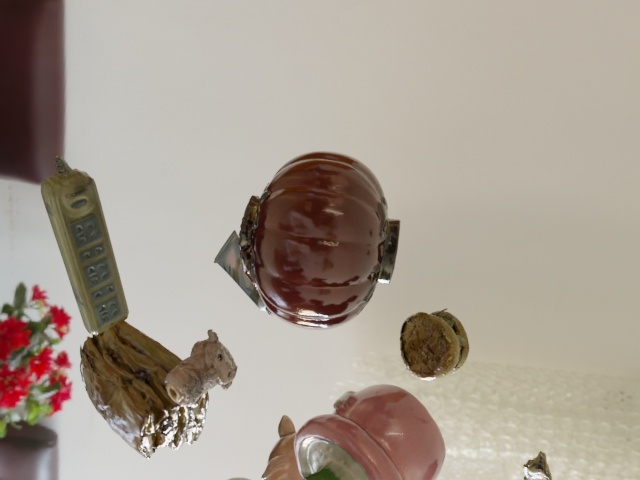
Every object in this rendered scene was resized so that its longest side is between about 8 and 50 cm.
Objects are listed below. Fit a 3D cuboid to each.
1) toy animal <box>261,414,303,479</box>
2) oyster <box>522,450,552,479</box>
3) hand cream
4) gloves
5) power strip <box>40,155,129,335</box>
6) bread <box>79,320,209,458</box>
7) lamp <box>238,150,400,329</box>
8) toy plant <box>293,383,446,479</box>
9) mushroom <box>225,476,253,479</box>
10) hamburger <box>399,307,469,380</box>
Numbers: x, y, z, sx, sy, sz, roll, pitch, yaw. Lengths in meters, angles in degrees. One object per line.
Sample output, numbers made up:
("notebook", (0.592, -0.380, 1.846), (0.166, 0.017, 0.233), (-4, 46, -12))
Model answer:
("toy animal", (-0.043, 0.502, 1.170), (0.165, 0.150, 0.247), (-102, -170, -72))
("oyster", (0.530, 0.585, 1.406), (0.146, 0.045, 0.122), (57, -32, 4))
("hand cream", (-0.150, 0.071, 1.209), (0.088, 0.055, 0.256), (-58, -137, 10))
("gloves", (-0.217, 0.244, 1.075), (0.144, 0.094, 0.110), (-53, 135, -30))
("power strip", (-0.454, 0.016, 1.128), (0.066, 0.092, 0.387), (24, -49, 39))
("bread", (-0.431, 0.361, 1.359), (0.167, 0.325, 0.277), (-44, 159, -46))
("lamp", (0.000, 0.000, 0.980), (0.303, 0.257, 0.302), (10, 90, -85))
("toy plant", (0.016, 0.389, 0.902), (0.356, 0.210, 0.317), (-34, 172, -38))
("mushroom", (-0.184, 0.688, 1.372), (0.184, 0.255, 0.254), (-34, 156, -36))
("hamburger", (0.281, 0.255, 1.465), (0.177, 0.114, 0.185), (32, -68, 47))
